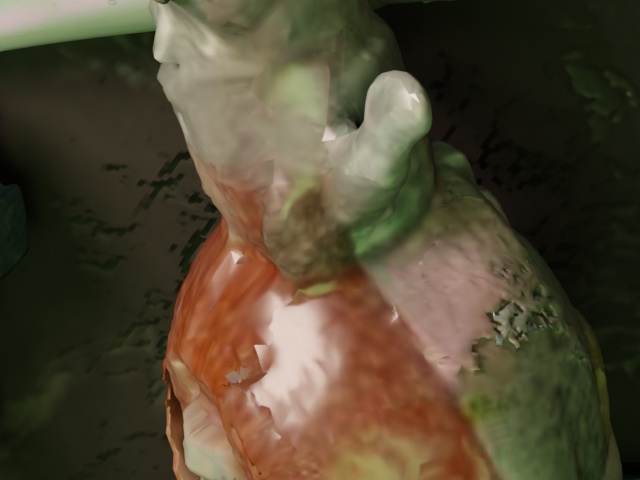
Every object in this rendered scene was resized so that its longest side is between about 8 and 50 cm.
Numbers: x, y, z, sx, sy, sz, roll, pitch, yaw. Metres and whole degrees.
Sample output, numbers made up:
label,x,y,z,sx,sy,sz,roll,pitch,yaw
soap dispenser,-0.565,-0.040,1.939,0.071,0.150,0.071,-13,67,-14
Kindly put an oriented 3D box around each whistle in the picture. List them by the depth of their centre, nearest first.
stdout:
label,x,y,z,sx,sy,sz,roll,pitch,yaw
whistle,-0.001,0.001,0.525,0.134,0.142,0.346,-20,119,1

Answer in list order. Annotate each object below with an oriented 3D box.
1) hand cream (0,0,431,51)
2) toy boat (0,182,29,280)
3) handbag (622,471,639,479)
label,x,y,z,sx,sy,sz,roll,pitch,yaw
hand cream,-0.049,-0.091,0.569,0.205,0.050,0.078,-1,116,16
toy boat,-0.134,0.025,0.639,0.059,0.069,0.172,7,117,16
handbag,0.150,0.231,0.697,0.239,0.089,0.326,-4,119,15
